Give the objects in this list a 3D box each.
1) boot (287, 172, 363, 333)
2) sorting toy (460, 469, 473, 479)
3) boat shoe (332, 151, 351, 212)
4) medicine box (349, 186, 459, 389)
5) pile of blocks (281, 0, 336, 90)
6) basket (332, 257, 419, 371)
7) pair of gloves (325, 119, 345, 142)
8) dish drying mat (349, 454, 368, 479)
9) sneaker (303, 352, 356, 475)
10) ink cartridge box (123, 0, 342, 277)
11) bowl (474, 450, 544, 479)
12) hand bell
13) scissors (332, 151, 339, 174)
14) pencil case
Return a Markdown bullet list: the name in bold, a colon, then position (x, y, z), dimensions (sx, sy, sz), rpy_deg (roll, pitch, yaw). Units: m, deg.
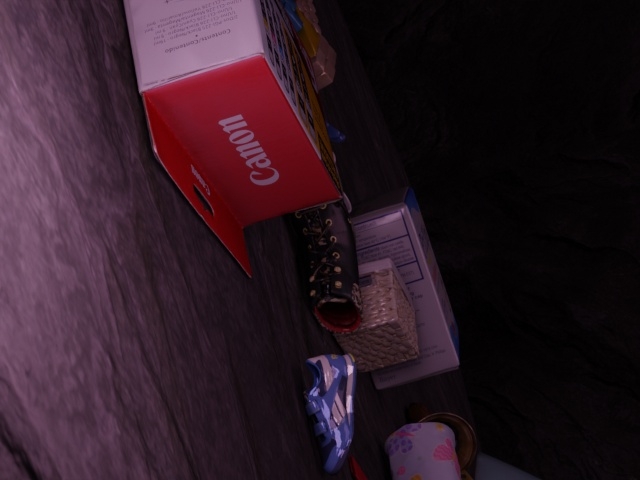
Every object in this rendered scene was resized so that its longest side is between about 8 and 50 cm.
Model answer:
- **boot**: position (0.002, 0.000, 1.705), dimensions (0.236, 0.085, 0.178), rpy_deg (62, 16, -46)
- **sorting toy**: position (0.215, 0.450, 1.942), dimensions (0.274, 0.132, 0.046), rpy_deg (-97, -173, -54)
- **boat shoe**: position (-0.022, -0.115, 1.781), dimensions (0.258, 0.084, 0.095), rpy_deg (61, 14, -54)
- **medicine box**: position (0.127, 0.075, 2.138), dimensions (0.263, 0.149, 0.289), rpy_deg (-57, 130, -79)
- **pile of blocks**: position (-0.092, -0.365, 1.831), dimensions (0.149, 0.113, 0.362), rpy_deg (17, 49, -57)
- **basket**: position (0.079, 0.116, 1.862), dimensions (0.167, 0.113, 0.103), rpy_deg (58, 19, -59)
- **pair of gloves**: position (-0.041, -0.192, 1.735), dimensions (0.159, 0.023, 0.198), rpy_deg (40, 5, 14)
- **dish drying mat**: position (0.053, 0.313, 1.636), dimensions (0.083, 0.008, 0.032), rpy_deg (60, 14, -52)
- **sneaker**: position (0.007, 0.200, 1.443), dimensions (0.053, 0.059, 0.144), rpy_deg (132, -37, -64)
- **ink cartridge box**: position (-0.083, -0.147, 1.298), dimensions (0.309, 0.130, 0.271), rpy_deg (57, 18, -62)
- **bowl**: position (0.336, 0.527, 2.147), dimensions (0.311, 0.163, 0.311), rpy_deg (5, 90, -81)
- **hand bell**: position (0.192, 0.341, 2.269), dimensions (0.242, 0.126, 0.126), rpy_deg (-133, -157, -78)
- **scissors**: position (-0.016, -0.269, 2.391), dimensions (0.109, 0.021, 0.297), rpy_deg (54, 21, -72)
- **pencil case**: position (0.173, 0.405, 1.853), dimensions (0.124, 0.114, 0.273), rpy_deg (42, 27, -45)
